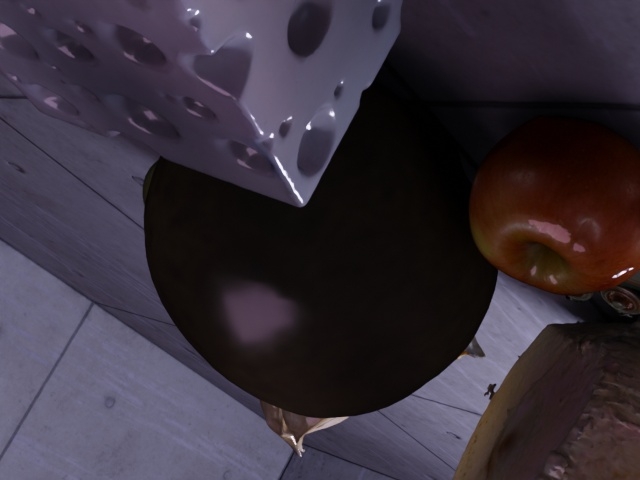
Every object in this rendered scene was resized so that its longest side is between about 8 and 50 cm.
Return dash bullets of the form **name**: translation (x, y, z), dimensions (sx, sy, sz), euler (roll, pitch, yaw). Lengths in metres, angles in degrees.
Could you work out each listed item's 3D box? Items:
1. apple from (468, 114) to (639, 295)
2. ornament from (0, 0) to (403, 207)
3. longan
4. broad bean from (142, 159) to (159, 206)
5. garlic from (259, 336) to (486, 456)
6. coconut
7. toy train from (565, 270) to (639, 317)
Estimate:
- **apple**: translation (0.209, -0.032, 0.900), dimensions (0.163, 0.139, 0.163), euler (23, 149, 15)
- **ornament**: translation (-0.087, -0.204, 0.670), dimensions (0.239, 0.239, 0.239), euler (21, 163, 23)
- **longan**: translation (0.000, 0.000, 1.034), dimensions (0.361, 0.361, 0.361), euler (26, 163, 9)
- **broad bean**: translation (-0.127, -0.023, 1.464), dimensions (0.238, 0.119, 0.291), euler (16, 159, 34)
- **garlic**: translation (0.052, 0.149, 1.406), dimensions (0.286, 0.313, 0.249), euler (-111, -1, -57)
- **coconut**: translation (0.365, 0.304, 1.204), dimensions (0.405, 0.404, 0.404), euler (26, 163, 9)
- **toy train**: translation (0.296, 0.015, 1.002), dimensions (0.194, 0.080, 0.125), euler (21, 151, 31)
